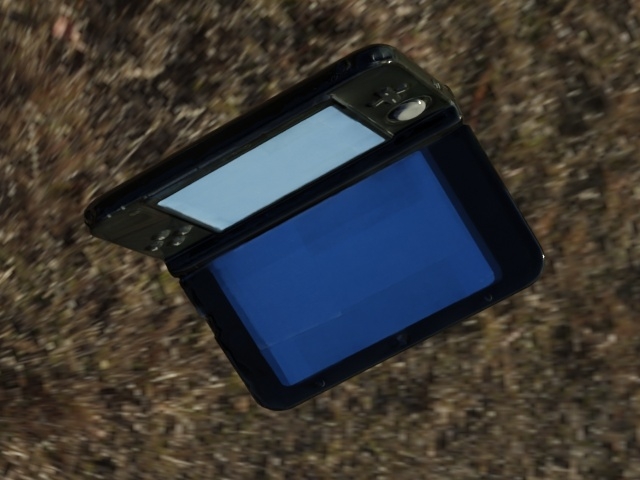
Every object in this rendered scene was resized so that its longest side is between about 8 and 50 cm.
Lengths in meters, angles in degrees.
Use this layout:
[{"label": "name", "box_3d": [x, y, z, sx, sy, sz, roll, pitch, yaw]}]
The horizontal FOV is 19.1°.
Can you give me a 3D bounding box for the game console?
[{"label": "game console", "box_3d": [0.000, 0.000, 0.655, 0.122, 0.107, 0.071, -29, 71, 15]}]
